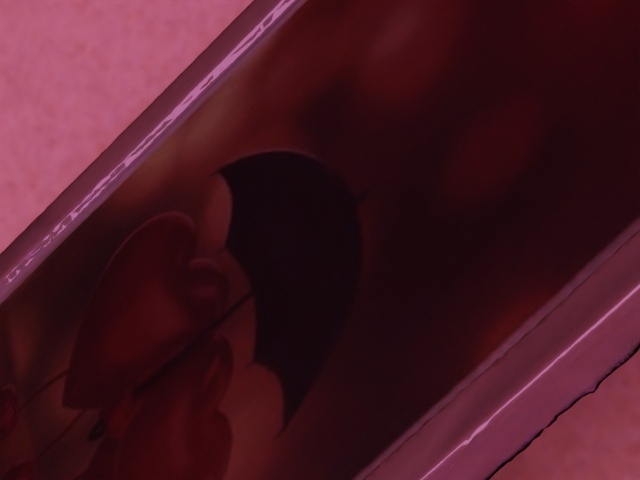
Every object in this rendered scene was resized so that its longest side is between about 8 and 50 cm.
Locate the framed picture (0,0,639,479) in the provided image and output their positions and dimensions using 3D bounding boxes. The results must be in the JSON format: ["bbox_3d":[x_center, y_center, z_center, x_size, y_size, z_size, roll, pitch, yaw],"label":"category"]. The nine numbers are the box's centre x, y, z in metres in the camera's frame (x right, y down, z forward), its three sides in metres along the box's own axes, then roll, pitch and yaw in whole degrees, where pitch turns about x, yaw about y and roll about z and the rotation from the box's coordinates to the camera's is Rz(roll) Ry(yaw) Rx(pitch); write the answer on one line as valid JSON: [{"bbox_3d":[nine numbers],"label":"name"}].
[{"bbox_3d":[0.000,0.000,0.506,0.289,0.020,0.211,-43,35,14],"label":"framed picture"}]
